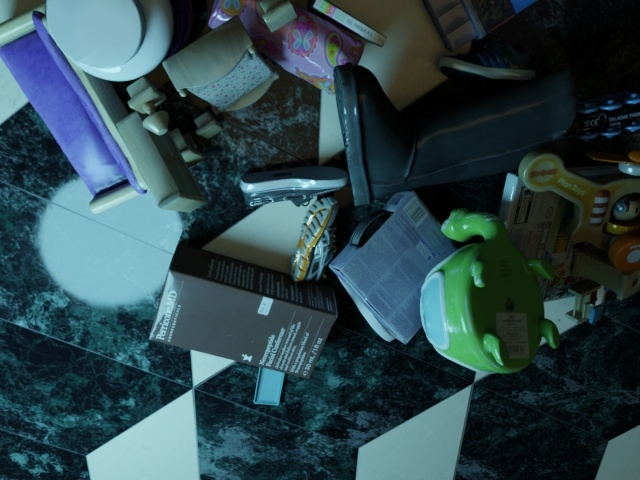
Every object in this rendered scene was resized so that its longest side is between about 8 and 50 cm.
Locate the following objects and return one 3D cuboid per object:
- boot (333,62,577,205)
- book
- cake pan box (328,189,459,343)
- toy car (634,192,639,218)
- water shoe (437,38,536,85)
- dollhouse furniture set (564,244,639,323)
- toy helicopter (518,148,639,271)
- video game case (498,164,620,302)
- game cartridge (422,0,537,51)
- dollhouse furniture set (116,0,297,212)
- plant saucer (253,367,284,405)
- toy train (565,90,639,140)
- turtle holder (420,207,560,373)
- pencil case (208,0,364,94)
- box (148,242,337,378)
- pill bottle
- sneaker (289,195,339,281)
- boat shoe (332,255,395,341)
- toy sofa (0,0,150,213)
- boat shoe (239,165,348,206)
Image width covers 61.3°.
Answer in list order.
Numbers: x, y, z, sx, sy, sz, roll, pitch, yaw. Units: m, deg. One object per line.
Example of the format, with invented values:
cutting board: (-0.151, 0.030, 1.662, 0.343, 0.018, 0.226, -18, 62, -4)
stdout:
boot: (0.261, -0.231, 1.014, 0.445, 0.146, 0.367, -11, 155, 4)
book: (0.050, -0.406, 1.005, 0.144, 0.096, 0.035, 25, 109, -16)
cake pan box: (0.181, 0.056, 1.200, 0.246, 0.070, 0.267, -49, 113, -12)
toy car: (0.764, -0.075, 1.199, 0.159, 0.136, 0.182, -31, 114, 10)
water shoe: (0.331, -0.359, 1.078, 0.203, 0.073, 0.080, 5, 93, -11)
dollhouse furniture set: (0.673, 0.110, 1.249, 0.129, 0.129, 0.184, -19, 121, -22)
toy helicopter: (0.563, -0.104, 1.092, 0.355, 0.140, 0.235, 21, 117, -17)
video game case: (0.515, -0.003, 1.221, 0.300, 0.036, 0.329, -6, 116, -22)
game cartridge: (0.345, -0.540, 0.992, 0.355, 0.068, 0.230, -32, 109, 10)
dollhouse furniture set: (-0.144, -0.210, 0.950, 0.355, 0.303, 0.174, -29, 85, 9)
plant saucer: (-0.125, 0.341, 1.382, 0.067, 0.018, 0.192, 8, 113, -8)
toy train: (0.580, -0.258, 1.115, 0.184, 0.105, 0.080, -12, 112, 0)
turtle holder: (0.307, 0.107, 1.094, 0.243, 0.227, 0.320, -30, 96, -32)
pencil case: (-0.062, -0.384, 0.997, 0.284, 0.124, 0.124, 26, 110, -15)
box: (-0.171, 0.162, 1.230, 0.381, 0.143, 0.191, 17, 113, -10)
pill bottle: (-0.315, -0.362, 0.869, 0.181, 0.323, 0.181, -2, 115, -4)
sneaker: (0.000, 0.000, 1.207, 0.083, 0.084, 0.215, 10, 118, -24)
boat shoe: (0.128, 0.129, 1.263, 0.084, 0.095, 0.258, -30, 115, 14)
toy sofa: (-0.448, -0.235, 0.999, 0.150, 0.177, 0.362, -22, 116, 5)
boat shoe: (-0.055, -0.106, 1.148, 0.228, 0.080, 0.076, -6, 121, -1)
